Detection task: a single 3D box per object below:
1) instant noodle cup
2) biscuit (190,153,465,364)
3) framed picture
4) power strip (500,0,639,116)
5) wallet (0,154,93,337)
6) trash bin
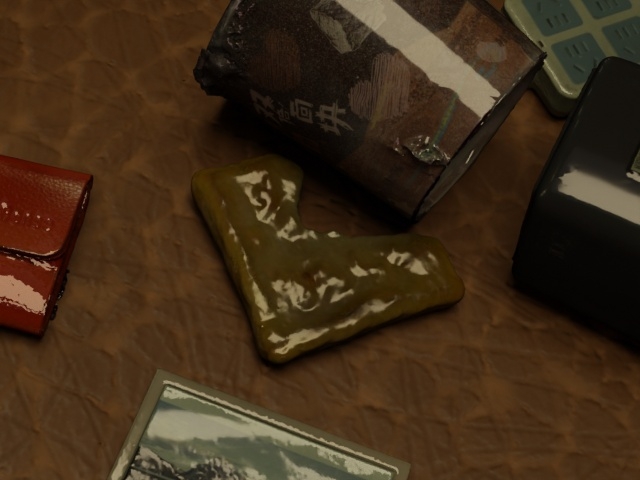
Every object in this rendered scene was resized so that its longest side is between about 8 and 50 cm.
[{"bbox_3d":[0.047,-0.140,1.116,0.207,0.217,0.217,39,61,6],"label":"instant noodle cup"},{"bbox_3d":[0.000,0.000,1.117,0.174,0.039,0.183,-21,66,-19],"label":"biscuit"},{"bbox_3d":[-0.051,0.190,1.010,0.203,0.015,0.150,21,59,3],"label":"framed picture"},{"bbox_3d":[0.287,-0.197,1.277,0.270,0.046,0.118,-20,65,-21],"label":"power strip"},{"bbox_3d":[-0.288,-0.014,1.072,0.204,0.045,0.142,14,58,-2],"label":"wallet"},{"bbox_3d":[0.312,-0.003,1.094,0.290,0.182,0.209,24,60,12],"label":"trash bin"}]
